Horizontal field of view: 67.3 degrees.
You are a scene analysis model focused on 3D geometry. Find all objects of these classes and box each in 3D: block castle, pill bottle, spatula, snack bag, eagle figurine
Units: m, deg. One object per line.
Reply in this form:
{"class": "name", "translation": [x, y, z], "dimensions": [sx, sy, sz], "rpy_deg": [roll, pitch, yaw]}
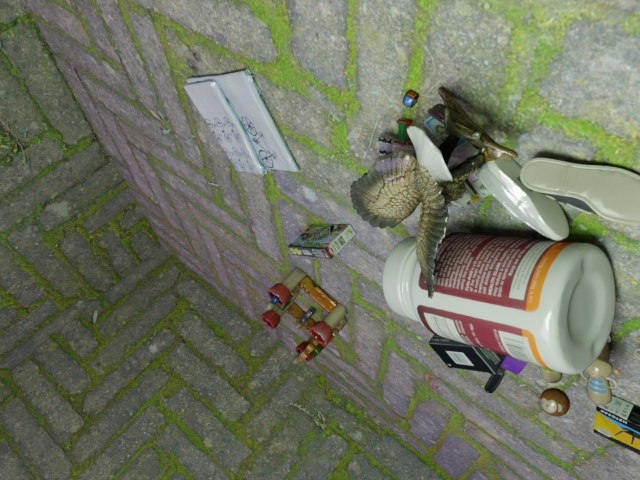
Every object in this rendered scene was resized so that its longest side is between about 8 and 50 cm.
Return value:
{"class": "block castle", "translation": [-0.091, 0.333, 1.966], "dimensions": [0.303, 0.213, 0.453], "rpy_deg": [41, 155, 8]}
{"class": "pill bottle", "translation": [0.324, 0.099, 0.943], "dimensions": [0.392, 0.224, 0.224], "rpy_deg": [8, 137, 53]}
{"class": "spatula", "translation": [0.494, 0.360, 1.316], "dimensions": [0.084, 0.030, 0.296], "rpy_deg": [30, 152, 24]}
{"class": "snack bag", "translation": [-0.225, -0.321, 1.368], "dimensions": [0.343, 0.037, 0.323], "rpy_deg": [15, 142, 47]}
{"class": "eagle figurine", "translation": [0.182, -0.068, 0.817], "dimensions": [0.225, 0.226, 0.298], "rpy_deg": [30, 120, -10]}

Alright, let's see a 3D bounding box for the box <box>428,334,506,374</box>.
{"class": "box", "translation": [0.369, 0.220, 1.138], "dimensions": [0.093, 0.158, 0.156], "rpy_deg": [50, 155, -11]}

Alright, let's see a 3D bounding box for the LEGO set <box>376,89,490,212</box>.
{"class": "LEGO set", "translation": [0.217, -0.171, 0.930], "dimensions": [0.244, 0.060, 0.182], "rpy_deg": [48, 143, -10]}

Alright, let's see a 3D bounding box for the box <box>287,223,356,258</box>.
{"class": "box", "translation": [0.000, 0.000, 1.423], "dimensions": [0.207, 0.114, 0.036], "rpy_deg": [3, 132, 55]}

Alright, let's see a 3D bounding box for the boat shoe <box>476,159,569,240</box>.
{"class": "boat shoe", "translation": [0.345, -0.067, 0.831], "dimensions": [0.184, 0.066, 0.063], "rpy_deg": [43, 147, 2]}

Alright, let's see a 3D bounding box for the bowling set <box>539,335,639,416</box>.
{"class": "bowling set", "translation": [0.501, 0.235, 0.926], "dimensions": [0.287, 0.200, 0.154], "rpy_deg": [14, 140, 42]}

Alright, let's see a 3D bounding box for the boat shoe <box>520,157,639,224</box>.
{"class": "boat shoe", "translation": [0.418, -0.079, 0.742], "dimensions": [0.206, 0.075, 0.065], "rpy_deg": [24, -168, 28]}

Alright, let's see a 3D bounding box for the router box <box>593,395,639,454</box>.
{"class": "router box", "translation": [0.711, 0.426, 1.063], "dimensions": [0.179, 0.046, 0.133], "rpy_deg": [21, 147, 41]}
